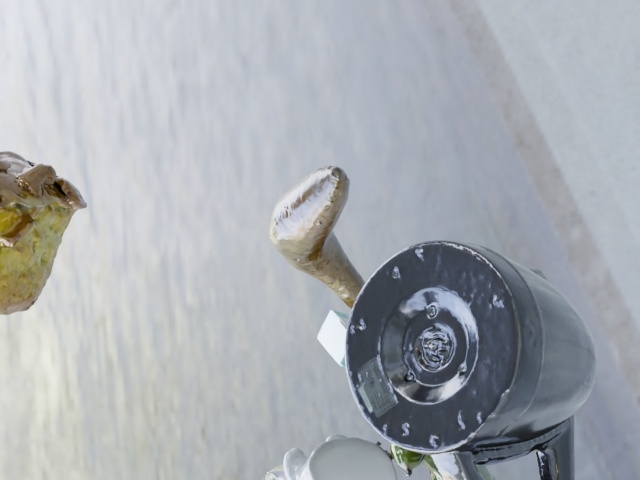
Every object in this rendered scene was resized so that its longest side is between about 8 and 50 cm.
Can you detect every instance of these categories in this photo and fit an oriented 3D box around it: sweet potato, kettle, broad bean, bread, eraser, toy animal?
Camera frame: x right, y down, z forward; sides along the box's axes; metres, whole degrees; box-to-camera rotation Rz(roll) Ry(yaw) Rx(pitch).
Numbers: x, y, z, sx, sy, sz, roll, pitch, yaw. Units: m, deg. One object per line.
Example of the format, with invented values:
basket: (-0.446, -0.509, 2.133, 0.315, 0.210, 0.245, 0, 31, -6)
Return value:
sweet potato: (-0.006, -0.001, 1.558, 0.079, 0.108, 0.346, -60, -20, -20)
kettle: (0.194, 0.133, 1.312, 0.207, 0.271, 0.250, -48, 56, 22)
broad bean: (0.136, 0.240, 1.385, 0.048, 0.213, 0.070, -27, 56, 26)
bread: (-0.470, -0.028, 1.567, 0.337, 0.358, 0.204, -14, -65, -71)
eraser: (0.112, 0.159, 1.756, 0.052, 0.225, 0.095, -67, 26, 10)
toy animal: (0.012, 0.312, 1.469, 0.131, 0.104, 0.220, 37, 140, 24)

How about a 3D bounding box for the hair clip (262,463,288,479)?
hair clip: (-0.017, 0.359, 1.983, 0.218, 0.159, 0.071, -21, 94, 64)
